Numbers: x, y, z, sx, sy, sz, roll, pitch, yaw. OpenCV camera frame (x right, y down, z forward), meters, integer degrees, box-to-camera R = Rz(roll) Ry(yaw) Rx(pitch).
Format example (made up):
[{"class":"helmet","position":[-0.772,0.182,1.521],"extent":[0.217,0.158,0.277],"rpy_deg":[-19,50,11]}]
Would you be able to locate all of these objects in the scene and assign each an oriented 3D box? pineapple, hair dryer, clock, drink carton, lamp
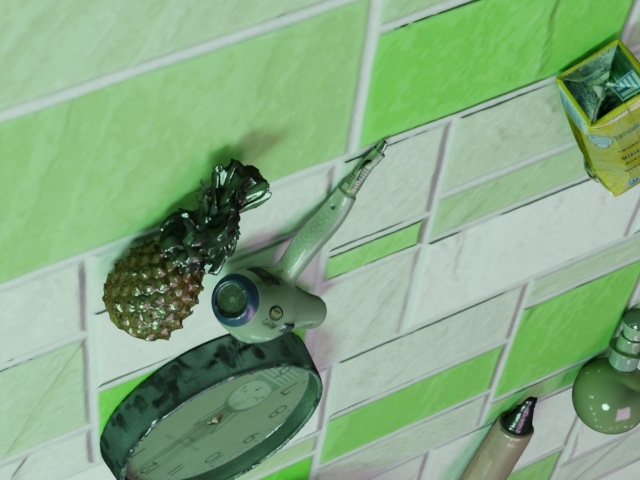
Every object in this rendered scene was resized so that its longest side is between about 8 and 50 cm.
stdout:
[{"class":"pineapple","position":[-0.099,0.005,1.258],"extent":[0.159,0.074,0.074],"rpy_deg":[-48,148,21]},{"class":"hair dryer","position":[-0.001,0.011,1.404],"extent":[0.199,0.067,0.167],"rpy_deg":[-48,161,-3]},{"class":"clock","position":[-0.097,0.164,1.533],"extent":[0.215,0.042,0.215],"rpy_deg":[-25,151,-15]},{"class":"drink carton","position":[0.263,-0.093,1.462],"extent":[0.084,0.074,0.200],"rpy_deg":[-34,150,3]},{"class":"hair dryer","position":[0.168,0.308,1.997],"extent":[0.189,0.106,0.344],"rpy_deg":[-5,132,-38]},{"class":"lamp","position":[0.348,0.147,1.924],"extent":[0.091,0.091,0.163],"rpy_deg":[-11,131,-34]}]
